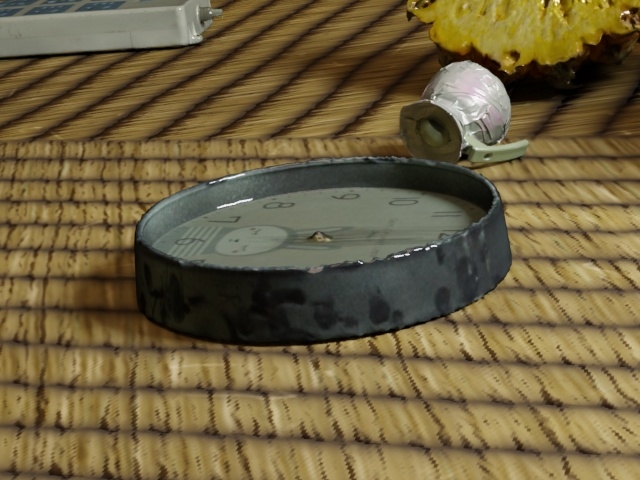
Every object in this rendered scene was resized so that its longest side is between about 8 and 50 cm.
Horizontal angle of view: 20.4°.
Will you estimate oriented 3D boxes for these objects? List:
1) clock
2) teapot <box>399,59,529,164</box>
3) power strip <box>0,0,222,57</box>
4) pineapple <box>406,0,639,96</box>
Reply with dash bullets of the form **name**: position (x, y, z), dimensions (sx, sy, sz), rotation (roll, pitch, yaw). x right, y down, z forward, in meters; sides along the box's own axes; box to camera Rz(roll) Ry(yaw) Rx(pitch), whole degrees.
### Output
- **clock**: position (0.000, 0.000, 1.004), dimensions (0.215, 0.042, 0.215), rotation (-5, 18, 2)
- **teapot**: position (0.096, -0.077, 1.196), dimensions (0.083, 0.064, 0.064), rotation (36, 42, 17)
- **power strip**: position (-0.272, -0.209, 1.732), dimensions (0.367, 0.043, 0.106), rotation (-2, 19, 11)
- **pineapple**: position (0.176, -0.163, 1.394), dimensions (0.250, 0.140, 0.164), rotation (21, -12, 26)
